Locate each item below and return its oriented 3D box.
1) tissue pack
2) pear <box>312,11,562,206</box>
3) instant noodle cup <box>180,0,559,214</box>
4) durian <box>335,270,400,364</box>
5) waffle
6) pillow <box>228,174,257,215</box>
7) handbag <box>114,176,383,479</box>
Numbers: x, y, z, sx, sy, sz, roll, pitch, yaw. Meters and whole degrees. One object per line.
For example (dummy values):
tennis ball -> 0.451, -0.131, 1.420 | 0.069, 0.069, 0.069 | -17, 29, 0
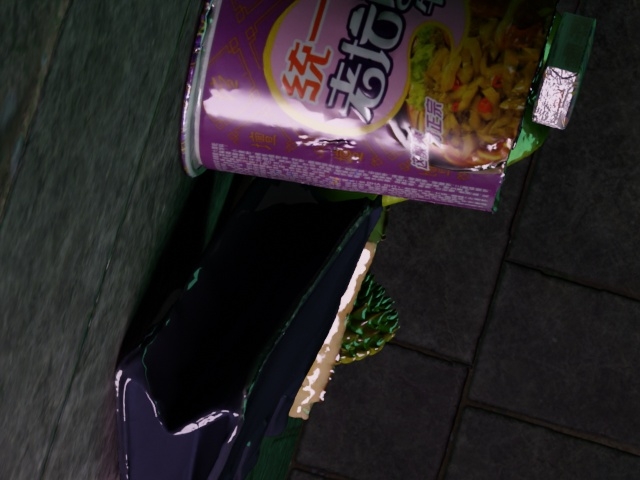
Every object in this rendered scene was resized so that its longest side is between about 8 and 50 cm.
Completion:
tissue pack -> 0.201, -0.140, 1.437 | 0.083, 0.035, 0.063 | -69, 173, -45
pear -> 0.109, -0.170, 1.725 | 0.286, 0.282, 0.176 | -85, 163, -64
instant noodle cup -> 0.058, -0.179, 1.462 | 0.340, 0.266, 0.339 | 17, 90, -84
durian -> 0.001, 0.097, 2.277 | 0.169, 0.157, 0.355 | -40, -176, 14
waffle -> 0.001, 0.000, 1.976 | 0.376, 0.114, 0.261 | -78, -170, -63
pillow -> -0.064, -0.036, 1.804 | 0.119, 0.053, 0.208 | 95, 15, -68
handbag -> -0.083, 0.120, 1.596 | 0.303, 0.122, 0.329 | -56, 169, -40
